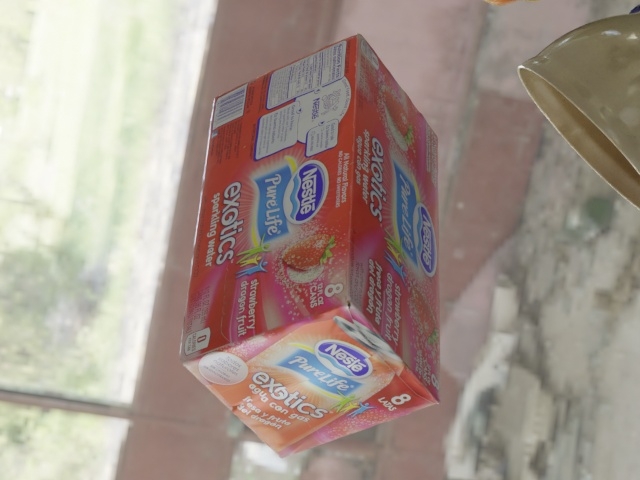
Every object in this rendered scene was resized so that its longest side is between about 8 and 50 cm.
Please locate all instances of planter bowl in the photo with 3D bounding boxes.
[{"bbox_3d":[0.243,-0.108,1.158,0.109,0.162,0.162,-43,17,2],"label":"planter bowl"}]

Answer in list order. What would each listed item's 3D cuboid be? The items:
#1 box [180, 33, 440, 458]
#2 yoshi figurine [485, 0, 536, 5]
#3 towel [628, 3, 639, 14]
[{"bbox_3d":[0.000,0.000,1.045,0.128,0.122,0.256,-22,41,24],"label":"box"},{"bbox_3d":[0.218,-0.374,1.360,0.203,0.203,0.362,-48,-1,-37],"label":"yoshi figurine"},{"bbox_3d":[0.404,-0.201,1.200,0.308,0.228,0.076,147,118,-68],"label":"towel"}]
